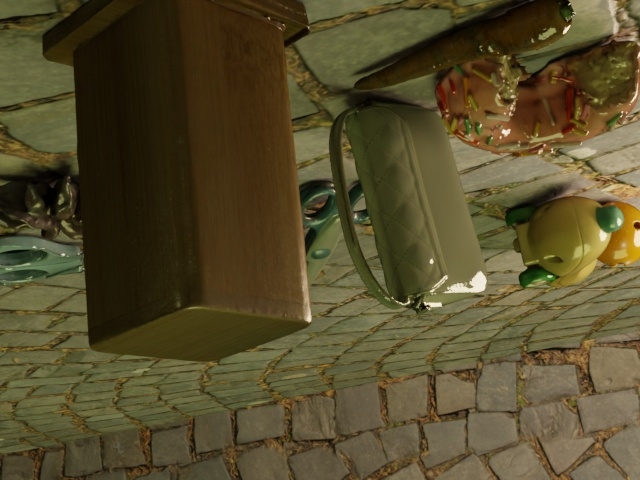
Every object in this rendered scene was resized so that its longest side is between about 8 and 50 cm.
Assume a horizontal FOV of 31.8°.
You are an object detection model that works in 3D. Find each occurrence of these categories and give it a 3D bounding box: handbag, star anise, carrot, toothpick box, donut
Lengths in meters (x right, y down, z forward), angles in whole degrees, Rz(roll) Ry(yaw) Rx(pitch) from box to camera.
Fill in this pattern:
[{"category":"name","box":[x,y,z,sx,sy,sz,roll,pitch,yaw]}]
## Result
[{"category":"handbag","box":[0.085,-0.038,1.276,0.079,0.256,0.219,-23,166,37]},{"category":"star anise","box":[-0.323,-0.034,1.397,0.195,0.065,0.182,-5,166,17]},{"category":"carrot","box":[0.142,-0.194,1.153,0.254,0.049,0.049,-14,163,31]},{"category":"toothpick box","box":[-0.118,-0.061,1.004,0.187,0.308,0.190,-22,157,39]},{"category":"donut","box":[0.239,-0.155,1.263,0.233,0.085,0.199,-3,164,-12]}]

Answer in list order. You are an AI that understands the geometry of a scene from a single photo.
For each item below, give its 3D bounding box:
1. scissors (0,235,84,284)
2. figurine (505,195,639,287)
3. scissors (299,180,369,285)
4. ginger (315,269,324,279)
[{"category":"scissors","box":[-0.339,0.024,1.668,0.360,0.029,0.191,-3,162,-17]},{"category":"figurine","box":[0.430,0.000,1.836,0.222,0.124,0.324,-17,165,15]},{"category":"scissors","box":[0.000,0.000,1.651,0.138,0.041,0.289,-6,148,-23]},{"category":"ginger","box":[-0.103,0.049,1.797,0.213,0.074,0.137,-12,147,1]}]
